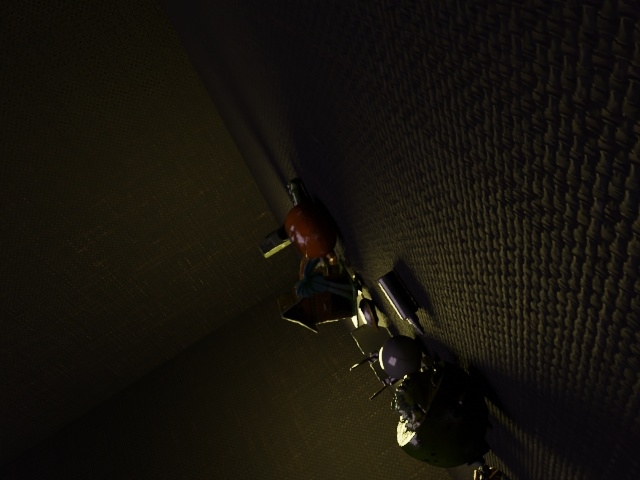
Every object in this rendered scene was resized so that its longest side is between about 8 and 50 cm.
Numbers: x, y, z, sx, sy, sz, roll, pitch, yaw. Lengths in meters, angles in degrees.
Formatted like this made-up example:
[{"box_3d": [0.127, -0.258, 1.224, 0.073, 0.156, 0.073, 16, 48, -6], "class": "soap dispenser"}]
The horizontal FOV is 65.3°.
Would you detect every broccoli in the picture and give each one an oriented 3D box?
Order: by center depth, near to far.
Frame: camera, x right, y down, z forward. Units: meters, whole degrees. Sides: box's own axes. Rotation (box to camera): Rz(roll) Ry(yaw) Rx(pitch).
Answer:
[{"box_3d": [-0.078, -0.117, 2.043, 0.165, 0.145, 0.304, 41, 150, 52], "class": "broccoli"}]

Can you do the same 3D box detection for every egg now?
[{"box_3d": [0.276, 0.398, 1.708, 0.146, 0.146, 0.199, 55, 173, 21], "class": "egg"}]

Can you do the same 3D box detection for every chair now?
[{"box_3d": [0.300, 0.568, 2.270, 0.272, 0.166, 0.188, -14, -117, -52], "class": "chair"}]

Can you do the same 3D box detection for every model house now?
[{"box_3d": [-0.028, 0.186, 2.089, 0.300, 0.323, 0.341, -122, 24, -67], "class": "model house"}]

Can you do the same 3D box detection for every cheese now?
[{"box_3d": [0.185, 0.262, 2.069, 0.156, 0.064, 0.250, 94, 155, -76], "class": "cheese"}]

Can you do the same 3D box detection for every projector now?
[{"box_3d": [-0.186, -0.022, 2.516, 0.088, 0.269, 0.193, 57, 172, 5], "class": "projector"}]

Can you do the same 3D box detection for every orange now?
[{"box_3d": [-0.040, -0.036, 1.895, 0.224, 0.170, 0.224, 55, 174, 9], "class": "orange"}]

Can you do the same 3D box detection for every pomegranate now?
[{"box_3d": [0.306, 0.466, 1.324, 0.260, 0.260, 0.341, 54, 161, 26], "class": "pomegranate"}]

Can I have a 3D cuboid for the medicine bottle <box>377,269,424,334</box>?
[{"box_3d": [0.236, 0.181, 1.420, 0.199, 0.057, 0.057, 57, 173, 5], "class": "medicine bottle"}]

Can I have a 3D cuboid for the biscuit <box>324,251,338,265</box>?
[{"box_3d": [-0.001, 0.000, 2.302, 0.289, 0.044, 0.202, 64, 170, -28], "class": "biscuit"}]

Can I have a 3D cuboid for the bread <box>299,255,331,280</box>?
[{"box_3d": [-0.005, 0.176, 2.449, 0.314, 0.192, 0.171, 56, 174, 15], "class": "bread"}]

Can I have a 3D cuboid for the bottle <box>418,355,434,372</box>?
[{"box_3d": [0.356, 0.445, 1.641, 0.083, 0.083, 0.270, 52, 167, 37], "class": "bottle"}]

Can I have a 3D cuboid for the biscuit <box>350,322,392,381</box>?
[{"box_3d": [0.249, 0.458, 2.116, 0.250, 0.147, 0.046, 56, -177, 12], "class": "biscuit"}]

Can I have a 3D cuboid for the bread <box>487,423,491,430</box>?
[{"box_3d": [0.436, 0.524, 1.471, 0.053, 0.074, 0.132, 39, -172, -44], "class": "bread"}]

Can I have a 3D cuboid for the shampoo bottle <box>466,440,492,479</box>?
[{"box_3d": [0.468, 0.639, 1.637, 0.310, 0.098, 0.071, 58, 168, -5], "class": "shampoo bottle"}]

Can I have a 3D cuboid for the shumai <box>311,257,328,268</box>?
[{"box_3d": [-0.014, 0.104, 2.335, 0.082, 0.080, 0.083, 45, 170, 46], "class": "shumai"}]

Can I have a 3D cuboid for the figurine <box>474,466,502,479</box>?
[{"box_3d": [0.541, 0.826, 1.667, 0.121, 0.176, 0.122, 49, 157, 37], "class": "figurine"}]
